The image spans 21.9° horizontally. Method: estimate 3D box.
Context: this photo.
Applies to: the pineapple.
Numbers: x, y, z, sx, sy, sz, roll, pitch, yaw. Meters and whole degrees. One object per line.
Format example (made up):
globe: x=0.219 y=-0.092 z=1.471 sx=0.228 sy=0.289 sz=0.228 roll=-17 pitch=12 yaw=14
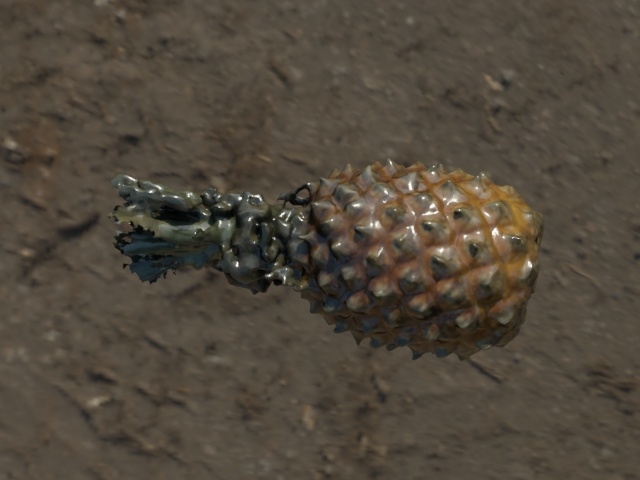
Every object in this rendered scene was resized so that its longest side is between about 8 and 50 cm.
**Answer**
pineapple: x=0.000 y=0.000 z=1.388 sx=0.361 sy=0.175 sz=0.175 roll=12 pitch=84 yaw=-3
